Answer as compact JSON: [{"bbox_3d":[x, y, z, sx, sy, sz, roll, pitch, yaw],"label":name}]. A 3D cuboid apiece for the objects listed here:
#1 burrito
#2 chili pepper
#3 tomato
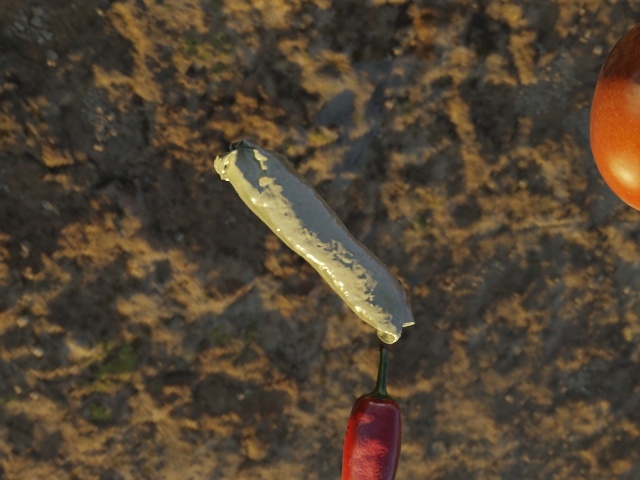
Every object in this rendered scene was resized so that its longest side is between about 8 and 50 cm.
[{"bbox_3d":[0.000,0.000,1.129,0.275,0.082,0.059,45,72,-9],"label":"burrito"},{"bbox_3d":[0.064,0.349,1.705,0.091,0.137,0.369,4,120,-17],"label":"chili pepper"},{"bbox_3d":[0.423,-0.140,1.214,0.255,0.224,0.256,-20,115,-52],"label":"tomato"}]
